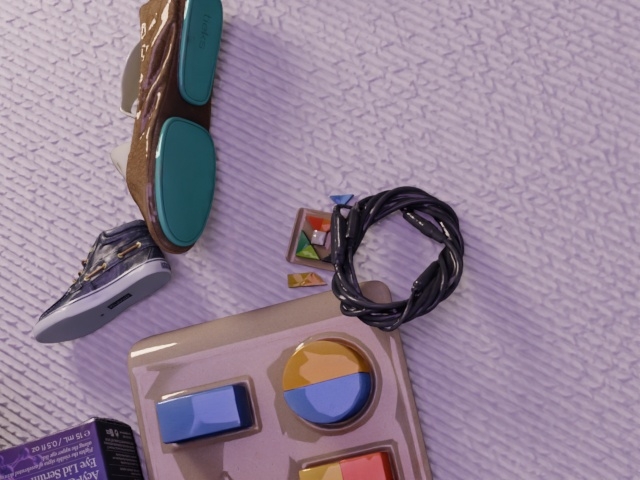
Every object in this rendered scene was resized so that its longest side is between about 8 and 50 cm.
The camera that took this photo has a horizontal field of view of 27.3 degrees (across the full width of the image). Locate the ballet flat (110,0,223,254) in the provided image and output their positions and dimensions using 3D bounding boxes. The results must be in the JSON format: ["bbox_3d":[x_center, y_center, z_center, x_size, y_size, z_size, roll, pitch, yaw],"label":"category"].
[{"bbox_3d":[-0.191,-0.145,1.576,0.124,0.116,0.343,-7,75,35],"label":"ballet flat"}]

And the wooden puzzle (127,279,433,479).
[{"bbox_3d":[-0.048,0.238,1.458,0.322,0.080,0.348,-15,74,12],"label":"wooden puzzle"}]

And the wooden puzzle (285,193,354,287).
[{"bbox_3d":[0.000,0.000,1.532,0.078,0.014,0.116,5,79,16],"label":"wooden puzzle"}]

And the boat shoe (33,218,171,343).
[{"bbox_3d":[-0.268,0.050,1.574,0.183,0.065,0.083,-29,64,5],"label":"boat shoe"}]

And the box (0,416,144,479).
[{"bbox_3d":[-0.276,0.323,1.488,0.153,0.108,0.207,-20,73,10],"label":"box"}]

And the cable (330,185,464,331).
[{"bbox_3d":[0.086,0.023,1.469,0.150,0.047,0.185,-3,53,-1],"label":"cable"}]
